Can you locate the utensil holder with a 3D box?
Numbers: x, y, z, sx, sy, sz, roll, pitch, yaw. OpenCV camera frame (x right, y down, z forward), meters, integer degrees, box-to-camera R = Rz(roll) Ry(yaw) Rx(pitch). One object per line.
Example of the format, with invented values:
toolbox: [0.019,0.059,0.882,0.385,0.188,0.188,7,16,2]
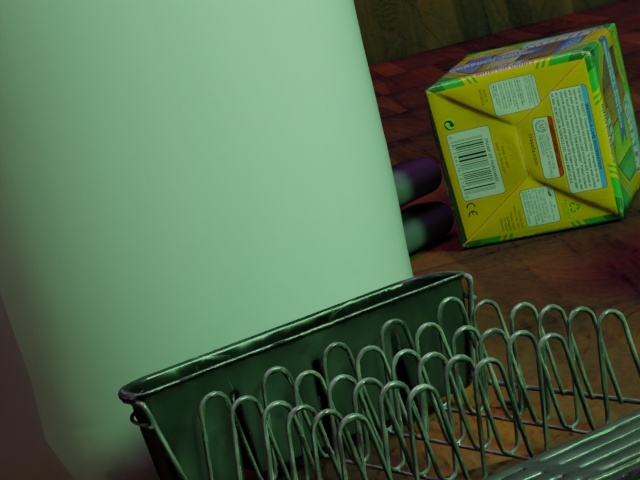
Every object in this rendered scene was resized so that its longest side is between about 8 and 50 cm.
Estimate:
utensil holder: [-0.123,-0.079,1.149,0.327,0.385,0.327,-14,10,3]

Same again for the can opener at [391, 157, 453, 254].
can opener: [0.000,0.000,1.435,0.093,0.074,0.280,-7,12,40]

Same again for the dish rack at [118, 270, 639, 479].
dish rack: [0.053,0.081,0.909,0.208,0.074,0.271,-21,12,-29]

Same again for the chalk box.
chalk box: [0.179,-0.091,1.520,0.132,0.132,0.213,-11,11,19]
